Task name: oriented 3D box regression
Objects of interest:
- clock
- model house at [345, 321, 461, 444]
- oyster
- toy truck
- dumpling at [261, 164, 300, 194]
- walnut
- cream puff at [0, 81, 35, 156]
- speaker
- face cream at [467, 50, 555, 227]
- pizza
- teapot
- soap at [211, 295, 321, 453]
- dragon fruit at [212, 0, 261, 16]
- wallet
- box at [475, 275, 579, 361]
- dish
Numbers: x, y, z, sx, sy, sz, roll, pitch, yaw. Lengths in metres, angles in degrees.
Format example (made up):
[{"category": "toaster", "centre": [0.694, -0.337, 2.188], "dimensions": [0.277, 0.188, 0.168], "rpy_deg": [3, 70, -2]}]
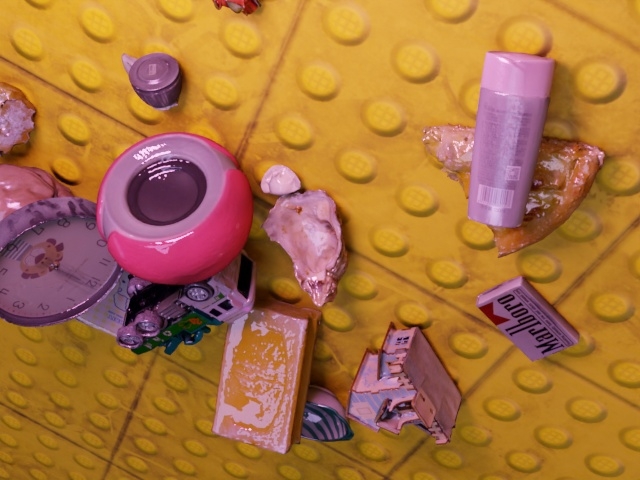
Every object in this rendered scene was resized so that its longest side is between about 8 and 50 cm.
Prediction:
[{"category": "clock", "centre": [-0.550, 0.050, 1.842], "dimensions": [0.061, 0.313, 0.312], "rpy_deg": [50, 150, 37]}, {"category": "model house", "centre": [0.151, 0.323, 1.908], "dimensions": [0.206, 0.178, 0.271], "rpy_deg": [-11, 128, 35]}, {"category": "oyster", "centre": [-0.010, 0.009, 1.758], "dimensions": [0.162, 0.107, 0.232], "rpy_deg": [-4, 110, 30]}, {"category": "toy truck", "centre": [-0.288, 0.127, 1.889], "dimensions": [0.178, 0.176, 0.363], "rpy_deg": [31, 132, -30]}, {"category": "dumpling", "centre": [-0.076, -0.115, 1.704], "dimensions": [0.077, 0.043, 0.059], "rpy_deg": [4, 119, 46]}, {"category": "walnut", "centre": [-0.657, -0.040, 1.920], "dimensions": [0.273, 0.273, 0.227], "rpy_deg": [-27, 83, 41]}, {"category": "cream puff", "centre": [-0.661, -0.253, 1.811], "dimensions": [0.156, 0.121, 0.156], "rpy_deg": [-2, 85, 19]}, {"category": "speaker", "centre": [-0.266, -0.051, 1.667], "dimensions": [0.294, 0.294, 0.294], "rpy_deg": [14, 135, 14]}, {"category": "face cream", "centre": [0.293, -0.157, 1.398], "dimensions": [0.107, 0.073, 0.269], "rpy_deg": [9, 111, 13]}, {"category": "pizza", "centre": [0.291, -0.102, 1.512], "dimensions": [0.288, 0.075, 0.280], "rpy_deg": [26, 135, 1]}, {"category": "teapot", "centre": [-0.299, -0.292, 1.634], "dimensions": [0.092, 0.124, 0.090], "rpy_deg": [-22, 147, -8]}, {"category": "soap", "centre": [-0.122, 0.291, 1.958], "dimensions": [0.199, 0.091, 0.314], "rpy_deg": [13, 102, 14]}, {"category": "dragon fruit", "centre": [-0.144, -0.406, 1.439], "dimensions": [0.081, 0.086, 0.116], "rpy_deg": [-44, 116, 6]}, {"category": "wallet", "centre": [-0.437, 0.108, 2.058], "dimensions": [0.223, 0.077, 0.309], "rpy_deg": [27, 132, 0]}, {"category": "box", "centre": [0.399, 0.152, 1.722], "dimensions": [0.177, 0.036, 0.115], "rpy_deg": [44, 134, -17]}, {"category": "dish", "centre": [-0.025, 0.403, 2.121], "dimensions": [0.224, 0.078, 0.246], "rpy_deg": [28, 143, -15]}]
